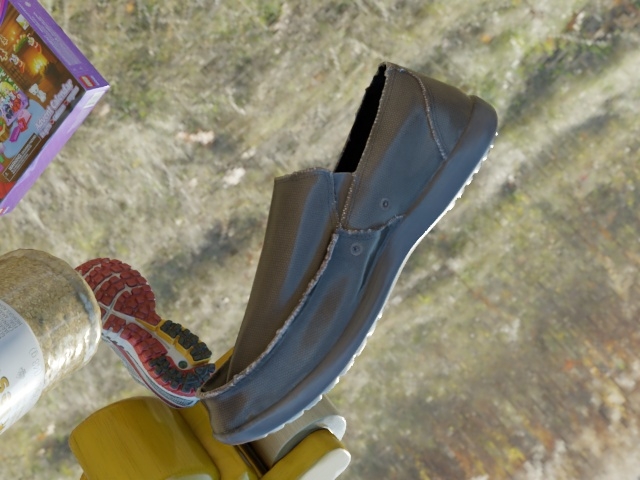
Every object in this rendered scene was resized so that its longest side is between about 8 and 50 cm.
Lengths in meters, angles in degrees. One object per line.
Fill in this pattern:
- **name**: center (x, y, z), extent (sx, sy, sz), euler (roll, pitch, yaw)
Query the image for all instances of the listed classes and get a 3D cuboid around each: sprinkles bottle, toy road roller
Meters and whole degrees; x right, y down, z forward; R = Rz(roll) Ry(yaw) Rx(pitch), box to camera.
- **sprinkles bottle**: center (-0.293, 0.120, 0.668), extent (0.121, 0.121, 0.355), euler (-52, 178, 28)
- **toy road roller**: center (-0.150, 0.260, 1.157), extent (0.329, 0.202, 0.240), euler (-40, 147, -5)

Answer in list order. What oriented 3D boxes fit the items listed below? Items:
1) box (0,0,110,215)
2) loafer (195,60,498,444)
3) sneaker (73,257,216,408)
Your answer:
- **box**: center (-0.452, -0.194, 1.348), extent (0.293, 0.201, 0.057), euler (-43, 175, 30)
- **loafer**: center (0.000, 0.000, 0.797), extent (0.366, 0.130, 0.134), euler (-55, -168, -16)
- **sneaker**: center (-0.220, 0.113, 1.110), extent (0.088, 0.225, 0.092), euler (-33, 160, -33)
